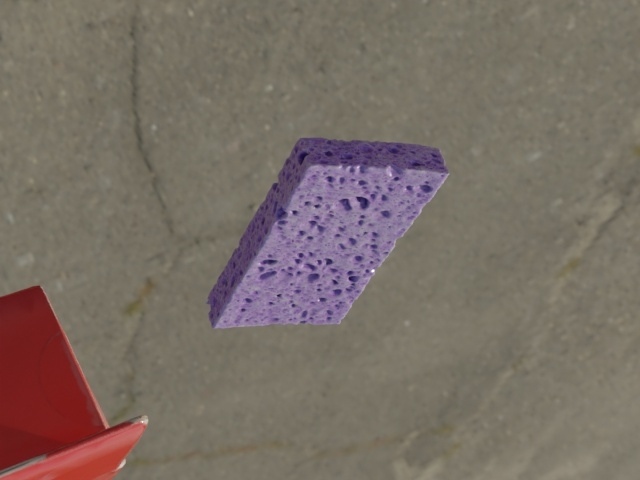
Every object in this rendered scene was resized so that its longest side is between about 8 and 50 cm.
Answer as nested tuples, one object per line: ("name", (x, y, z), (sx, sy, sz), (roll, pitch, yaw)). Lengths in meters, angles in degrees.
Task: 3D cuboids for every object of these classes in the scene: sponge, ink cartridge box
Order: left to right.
("ink cartridge box", (-0.162, 0.093, 0.512), (0.134, 0.078, 0.231), (-19, 164, -31))
("sponge", (0.000, 0.000, 1.047), (0.117, 0.031, 0.210), (2, 143, -27))
